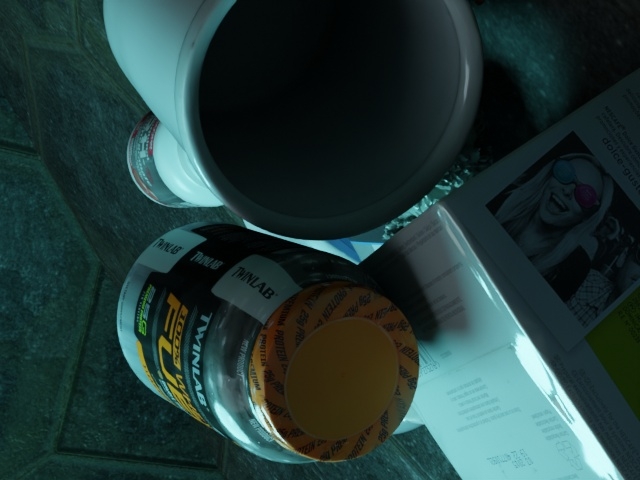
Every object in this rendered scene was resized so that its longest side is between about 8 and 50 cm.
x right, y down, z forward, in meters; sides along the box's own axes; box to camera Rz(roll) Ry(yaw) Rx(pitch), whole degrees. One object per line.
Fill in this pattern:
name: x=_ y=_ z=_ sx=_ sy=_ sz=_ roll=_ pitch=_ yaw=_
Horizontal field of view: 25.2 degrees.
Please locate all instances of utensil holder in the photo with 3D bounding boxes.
utensil holder: x=-0.052 y=-0.219 z=1.592 sx=0.385 sy=0.328 sz=0.327 roll=45 pitch=161 yaw=58

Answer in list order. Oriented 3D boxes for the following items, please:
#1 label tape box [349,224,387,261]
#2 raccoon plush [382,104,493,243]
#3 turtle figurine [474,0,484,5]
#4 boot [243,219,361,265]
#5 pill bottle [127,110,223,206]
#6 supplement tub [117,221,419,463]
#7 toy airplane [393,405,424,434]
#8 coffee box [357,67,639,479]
label tape box: x=0.121 y=0.008 z=1.968 sx=0.240 sy=0.106 sz=0.334 roll=60 pitch=157 yaw=-15
raccoon plush: x=0.214 y=0.010 z=1.748 sx=0.446 sy=0.299 sz=0.216 roll=23 pitch=166 yaw=-37
turtle figurine: x=0.127 y=-0.334 z=1.442 sx=0.217 sy=0.087 sz=0.269 roll=35 pitch=-179 yaw=-15
boot: x=0.000 y=0.000 z=2.134 sx=0.258 sy=0.095 sz=0.123 roll=42 pitch=-159 yaw=7
pill bottle: x=-0.187 y=-0.140 z=2.239 sx=0.176 sy=0.176 sz=0.318 roll=58 pitch=164 yaw=-11
supplement tub: x=-0.056 y=0.099 z=1.433 sx=0.338 sy=0.207 sz=0.207 roll=15 pitch=137 yaw=62
toy airplane: x=0.030 y=0.204 z=2.205 sx=0.386 sy=0.272 sz=0.384 roll=30 pitch=176 yaw=-2
coffee box: x=0.273 y=0.061 z=1.416 sx=0.338 sy=0.334 sz=0.337 roll=56 pitch=159 yaw=2
